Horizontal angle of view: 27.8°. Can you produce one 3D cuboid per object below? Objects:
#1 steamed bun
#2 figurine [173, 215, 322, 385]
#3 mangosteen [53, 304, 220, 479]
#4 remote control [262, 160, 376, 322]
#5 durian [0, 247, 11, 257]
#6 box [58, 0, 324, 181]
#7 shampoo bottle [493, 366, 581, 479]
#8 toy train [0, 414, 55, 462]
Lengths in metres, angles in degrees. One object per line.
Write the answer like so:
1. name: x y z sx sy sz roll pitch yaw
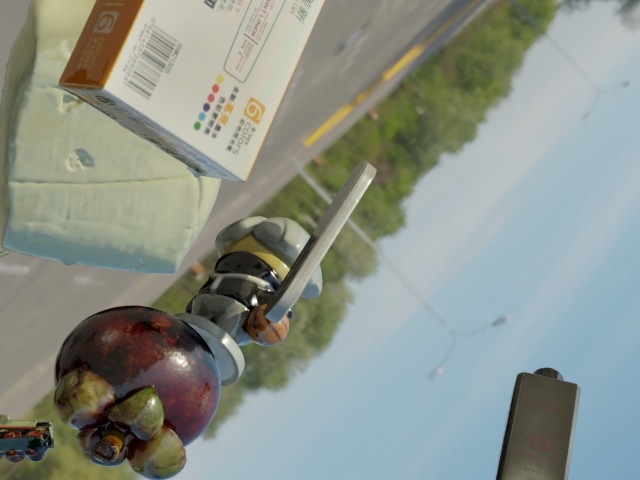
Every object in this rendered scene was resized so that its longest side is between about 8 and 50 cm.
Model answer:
1. steamed bun: -0.344 -0.184 2.128 0.290 0.371 0.455 -113 -145 -57
2. figurine: -0.090 0.067 1.703 0.176 0.133 0.236 4 -137 34
3. mangosteen: -0.199 0.165 1.374 0.200 0.200 0.200 -44 -178 2
4. remote control: 0.000 0.000 1.592 0.245 0.022 0.077 -58 -170 -25
5. durian: -0.586 0.101 1.692 0.355 0.169 0.157 -54 -163 -7
6. box: -0.118 -0.226 1.340 0.091 0.221 0.273 13 -106 46
7. shampoo bottle: 0.247 0.239 1.480 0.246 0.080 0.079 -67 168 -51
8. toy train: -0.509 0.288 1.886 0.085 0.250 0.053 -85 174 -63
